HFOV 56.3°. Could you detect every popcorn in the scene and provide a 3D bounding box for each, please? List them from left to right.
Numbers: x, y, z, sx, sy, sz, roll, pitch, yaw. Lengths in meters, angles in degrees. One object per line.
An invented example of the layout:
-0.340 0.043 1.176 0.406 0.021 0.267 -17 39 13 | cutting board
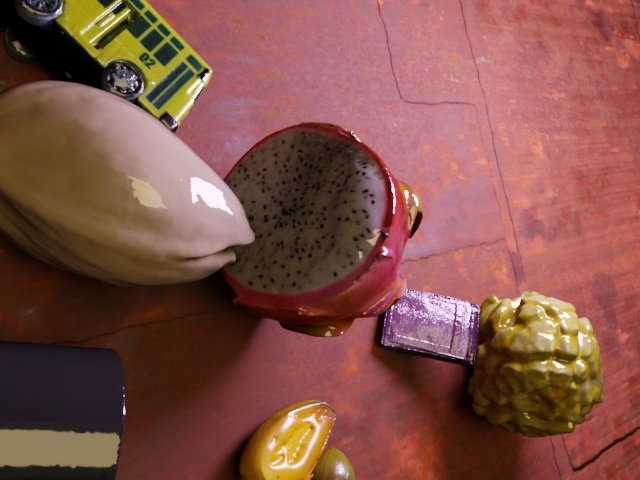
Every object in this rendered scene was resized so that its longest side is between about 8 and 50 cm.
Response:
0.376 0.215 1.056 0.270 0.224 0.257 22 68 -69 | popcorn

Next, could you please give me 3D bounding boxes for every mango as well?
-0.046 0.291 0.842 0.187 0.066 0.101 -38 95 -40 | mango

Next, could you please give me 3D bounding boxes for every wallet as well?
0.187 0.144 1.018 0.166 0.030 0.111 12 72 -4 | wallet

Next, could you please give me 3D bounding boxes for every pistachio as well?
-0.235 -0.053 0.686 0.332 0.226 0.207 24 101 -6 | pistachio

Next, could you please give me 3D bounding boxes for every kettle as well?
-0.379 0.206 0.573 0.308 0.262 0.203 14 39 -30 | kettle

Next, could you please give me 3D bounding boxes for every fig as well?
0.015 0.343 0.872 0.074 0.074 0.088 38 39 -23 | fig

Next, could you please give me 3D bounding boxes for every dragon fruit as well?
0.000 0.000 0.826 0.189 0.291 0.290 42 54 -57 | dragon fruit

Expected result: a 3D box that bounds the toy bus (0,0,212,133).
-0.270 -0.244 0.759 0.262 0.128 0.150 44 58 -19 | toy bus
